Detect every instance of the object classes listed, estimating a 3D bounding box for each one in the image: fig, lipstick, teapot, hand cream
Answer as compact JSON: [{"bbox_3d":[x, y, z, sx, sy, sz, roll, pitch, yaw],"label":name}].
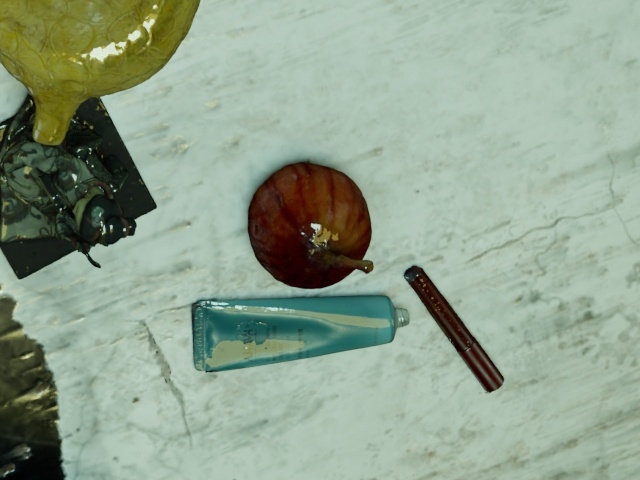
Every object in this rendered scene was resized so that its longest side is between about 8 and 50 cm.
[{"bbox_3d":[-0.003,0.000,1.809,0.128,0.150,0.128,-23,156,-11],"label":"fig"},{"bbox_3d":[0.140,0.092,1.953,0.027,0.027,0.176,-37,117,-1],"label":"lipstick"},{"bbox_3d":[-0.201,-0.235,1.629,0.203,0.167,0.311,16,86,0],"label":"teapot"},{"bbox_3d":[-0.019,0.087,1.890,0.224,0.048,0.083,-6,117,-11],"label":"hand cream"}]

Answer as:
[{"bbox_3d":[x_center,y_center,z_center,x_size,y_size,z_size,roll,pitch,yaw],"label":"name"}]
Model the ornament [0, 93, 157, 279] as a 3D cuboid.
[{"bbox_3d":[-0.228,-0.031,1.677,0.153,0.196,0.166,-29,117,-6],"label":"ornament"}]
